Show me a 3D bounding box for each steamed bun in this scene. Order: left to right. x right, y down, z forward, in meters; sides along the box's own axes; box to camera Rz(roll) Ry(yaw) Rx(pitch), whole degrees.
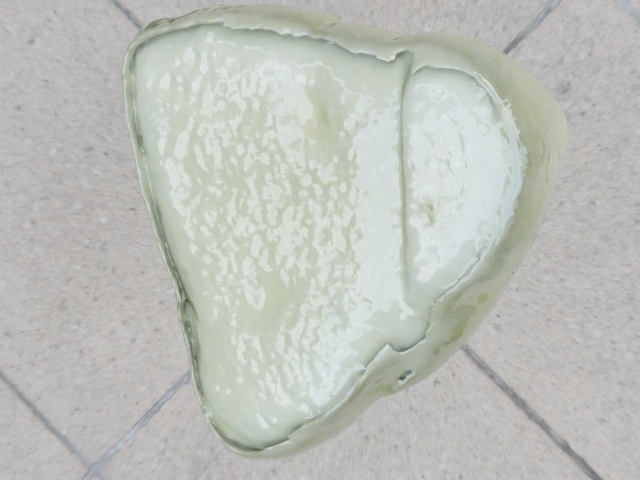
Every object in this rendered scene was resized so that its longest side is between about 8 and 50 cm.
[{"bbox_3d":[0.020,-0.015,0.441,0.212,0.110,0.231,-9,95,34],"label":"steamed bun"}]
